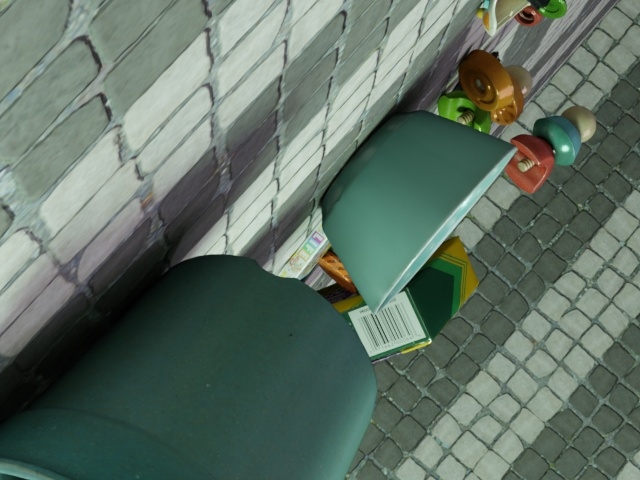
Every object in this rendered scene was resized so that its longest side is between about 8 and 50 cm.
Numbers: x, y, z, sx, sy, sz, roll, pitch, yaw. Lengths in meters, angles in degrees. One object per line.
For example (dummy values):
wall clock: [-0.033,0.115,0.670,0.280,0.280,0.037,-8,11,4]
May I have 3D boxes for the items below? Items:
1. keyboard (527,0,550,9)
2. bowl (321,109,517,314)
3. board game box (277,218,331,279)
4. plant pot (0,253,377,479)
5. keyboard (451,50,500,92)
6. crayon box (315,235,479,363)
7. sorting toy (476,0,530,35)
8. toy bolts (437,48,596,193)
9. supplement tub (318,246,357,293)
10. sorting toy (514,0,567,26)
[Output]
keyboard: [0.307,-0.398,1.666,0.201,0.033,0.317,-53,167,10]
bowl: [0.117,-0.063,1.874,0.311,0.163,0.311,-48,174,-6]
board game box: [0.000,0.000,2.060,0.154,0.026,0.103,-51,173,19]
plant pot: [-0.126,0.207,1.206,0.334,0.341,0.341,-55,179,-42]
keyboard: [0.267,-0.277,2.279,0.108,0.023,0.180,-53,173,32]
crayon box: [0.056,0.133,2.256,0.363,0.106,0.313,-22,-172,25]
sorting toy: [0.246,-0.328,1.764,0.083,0.045,0.075,-41,161,-26]
toy bolts: [0.327,-0.217,2.093,0.158,0.228,0.218,-36,159,-21]
supplement tub: [0.085,-0.012,2.168,0.190,0.117,0.117,-48,174,-10]
sorting toy: [0.342,-0.373,2.065,0.102,0.061,0.042,-14,-141,49]
